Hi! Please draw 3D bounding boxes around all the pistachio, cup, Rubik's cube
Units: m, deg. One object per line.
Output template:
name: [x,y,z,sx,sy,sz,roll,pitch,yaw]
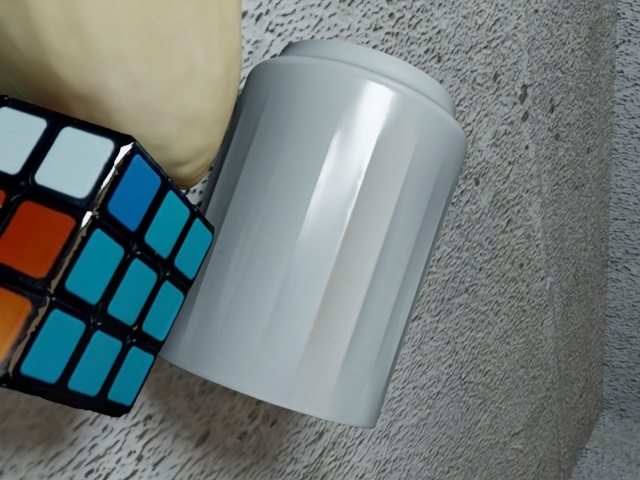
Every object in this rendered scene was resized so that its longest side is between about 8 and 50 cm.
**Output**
pistachio: [-0.158,-0.166,0.496,0.194,0.213,0.318,-104,178,-46]
cup: [0.000,0.000,0.737,0.323,0.236,0.327,70,38,-79]
Rubik's cube: [-0.194,0.011,0.478,0.161,0.163,0.162,-66,160,-15]
